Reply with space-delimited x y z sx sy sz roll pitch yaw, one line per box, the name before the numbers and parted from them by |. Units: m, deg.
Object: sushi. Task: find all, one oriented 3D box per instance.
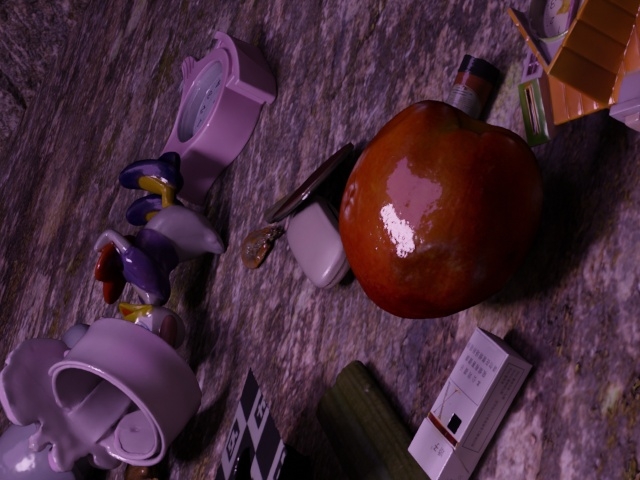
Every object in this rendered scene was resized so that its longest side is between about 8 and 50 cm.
sushi | -0.071 0.375 1.759 0.296 0.100 0.373 -127 53 -73

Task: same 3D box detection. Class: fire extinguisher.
fire extinguisher | 0.159 -0.135 1.786 0.062 0.050 0.177 21 87 39

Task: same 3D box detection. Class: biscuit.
biscuit | 0.062 0.241 1.661 0.099 0.038 0.322 -57 26 12

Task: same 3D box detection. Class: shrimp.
shrimp | -0.088 0.011 2.187 0.108 0.023 0.059 -20 60 57

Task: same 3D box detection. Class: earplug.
earplug | -0.420 0.296 2.409 0.325 0.175 0.214 -68 18 -5

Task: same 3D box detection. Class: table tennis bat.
table tennis bat | -0.025 -0.069 2.086 0.138 0.022 0.246 -47 6 -27

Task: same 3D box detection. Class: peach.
peach | 0.130 -0.023 1.566 0.243 0.199 0.243 -31 54 56

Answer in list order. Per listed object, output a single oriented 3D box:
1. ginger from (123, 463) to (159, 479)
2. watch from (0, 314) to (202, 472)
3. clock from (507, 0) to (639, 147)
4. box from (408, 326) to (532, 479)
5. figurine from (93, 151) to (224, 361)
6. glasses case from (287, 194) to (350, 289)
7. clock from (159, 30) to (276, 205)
ginger | -0.254 0.385 2.123 0.333 0.081 0.148 -102 27 -54
watch | -0.311 0.217 2.095 0.231 0.244 0.196 -22 24 50
clock | 0.298 -0.244 1.469 0.235 0.166 0.309 -18 54 58
box | 0.154 0.175 1.532 0.154 0.040 0.084 -61 26 7
figurine | -0.251 0.052 2.313 0.154 0.193 0.421 83 -168 -51
glasses case | 0.000 0.000 1.979 0.081 0.051 0.204 -58 23 15
clock | -0.194 -0.224 2.540 0.275 0.080 0.290 -56 26 21
